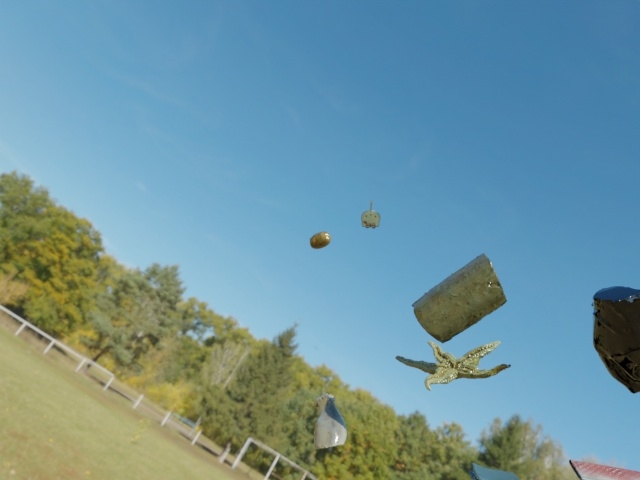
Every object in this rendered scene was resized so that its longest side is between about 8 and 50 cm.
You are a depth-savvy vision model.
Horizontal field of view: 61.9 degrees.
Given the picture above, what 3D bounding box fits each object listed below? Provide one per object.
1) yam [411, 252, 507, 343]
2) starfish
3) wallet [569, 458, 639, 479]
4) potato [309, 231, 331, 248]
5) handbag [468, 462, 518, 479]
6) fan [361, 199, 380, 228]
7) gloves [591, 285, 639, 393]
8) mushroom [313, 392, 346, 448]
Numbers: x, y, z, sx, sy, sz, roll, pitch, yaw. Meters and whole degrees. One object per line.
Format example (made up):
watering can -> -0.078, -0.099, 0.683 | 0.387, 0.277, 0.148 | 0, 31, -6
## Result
yam -> 0.415, 0.175, 1.569 | 0.161, 0.268, 0.161 | 49, 13, -16
starfish -> 0.431, 0.395, 1.730 | 0.358, 0.346, 0.078 | -94, 168, -82
wallet -> 0.770, 0.621, 1.406 | 0.196, 0.020, 0.103 | 6, 6, 4
potato -> 0.000, 0.000, 1.662 | 0.083, 0.051, 0.040 | -15, -14, 42
handbag -> 0.480, 0.682, 1.411 | 0.144, 0.057, 0.221 | 22, 10, -2
fan -> 0.144, -0.075, 1.523 | 0.055, 0.083, 0.004 | 3, 12, -6
gloves -> 0.756, 0.252, 1.309 | 0.301, 0.152, 0.197 | 52, -7, -9
mushroom -> 0.031, 0.627, 1.856 | 0.116, 0.225, 0.093 | -8, -48, 7
